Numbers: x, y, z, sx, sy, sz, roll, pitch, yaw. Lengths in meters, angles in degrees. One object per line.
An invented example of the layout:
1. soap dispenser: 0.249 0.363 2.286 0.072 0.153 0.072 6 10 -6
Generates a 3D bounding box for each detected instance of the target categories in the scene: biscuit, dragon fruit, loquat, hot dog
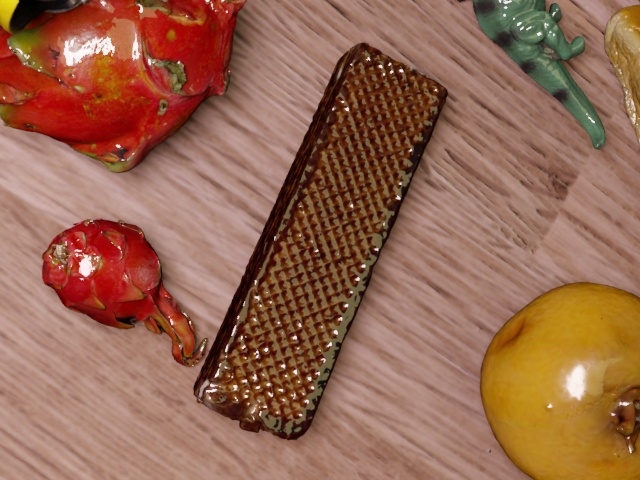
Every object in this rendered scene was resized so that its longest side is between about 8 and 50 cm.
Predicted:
1. biscuit: 0.000 0.000 1.017 0.107 0.073 0.388 26 77 -14
2. dragon fruit: -0.171 0.046 0.957 0.190 0.094 0.094 43 72 -37
3. loquat: 0.259 0.145 1.030 0.208 0.208 0.208 2 85 -19
4. dragon fruit: -0.205 -0.182 0.908 0.269 0.198 0.200 24 99 -8
5. hot dog: 0.387 -0.147 1.166 0.084 0.073 0.243 -17 91 -15

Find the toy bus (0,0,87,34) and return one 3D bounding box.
1. toy bus: -0.172 -0.311 0.740 0.152 0.144 0.330 32 91 -14

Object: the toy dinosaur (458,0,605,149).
1. toy dinosaur: 0.232 -0.239 1.117 0.120 0.079 0.292 -42 97 -12
